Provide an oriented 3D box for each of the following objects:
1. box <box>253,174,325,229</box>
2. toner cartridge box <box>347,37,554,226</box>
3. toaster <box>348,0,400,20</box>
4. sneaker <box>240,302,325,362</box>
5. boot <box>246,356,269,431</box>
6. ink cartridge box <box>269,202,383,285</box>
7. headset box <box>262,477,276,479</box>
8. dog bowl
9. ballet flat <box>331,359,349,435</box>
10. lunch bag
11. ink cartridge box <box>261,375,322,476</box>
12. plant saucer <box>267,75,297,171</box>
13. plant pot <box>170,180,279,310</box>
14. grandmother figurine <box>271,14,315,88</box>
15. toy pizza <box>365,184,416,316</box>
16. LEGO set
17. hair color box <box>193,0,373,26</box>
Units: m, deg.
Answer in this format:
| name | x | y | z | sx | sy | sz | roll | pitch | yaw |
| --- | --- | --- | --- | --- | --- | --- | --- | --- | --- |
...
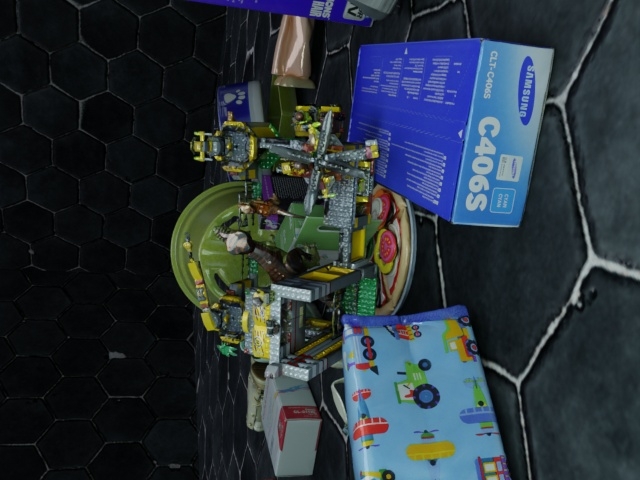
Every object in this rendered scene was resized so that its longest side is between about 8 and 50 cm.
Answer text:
| name | x | y | z | sx | sy | sz | roll | pitch | yaw |
| --- | --- | --- | --- | --- | --- | --- | --- | --- | --- |
| box | -0.024 | -0.060 | 1.075 | 0.116 | 0.162 | 0.029 | -104 | 20 | -49 |
| toner cartridge box | 0.118 | -0.134 | 0.746 | 0.348 | 0.075 | 0.165 | -133 | 47 | -69 |
| toaster | 0.047 | -0.389 | 0.852 | 0.146 | 0.227 | 0.129 | -54 | 33 | 32 |
| sneaker | -0.078 | 0.165 | 1.238 | 0.256 | 0.151 | 0.094 | -170 | 82 | -75 |
| boot | -0.129 | 0.355 | 1.516 | 0.213 | 0.077 | 0.165 | -164 | 78 | -79 |
| ink cartridge box | 0.000 | 0.000 | 0.950 | 0.209 | 0.109 | 0.062 | 119 | 150 | -55 |
| headset box | -0.114 | 0.579 | 1.494 | 0.083 | 0.032 | 0.062 | -114 | 31 | -56 |
| dog bowl | -0.180 | -0.254 | 1.641 | 0.265 | 0.104 | 0.265 | 173 | 90 | -89 |
| ballet flat | 0.045 | 0.191 | 0.955 | 0.070 | 0.070 | 0.188 | 112 | 156 | -49 |
| lunch bag | 0.091 | 0.239 | 0.727 | 0.293 | 0.138 | 0.221 | 94 | 171 | -56 |
| ink cartridge box | -0.059 | 0.340 | 1.274 | 0.175 | 0.072 | 0.127 | -121 | 37 | -64 |
| plant saucer | -0.086 | -0.287 | 1.537 | 0.188 | 0.045 | 0.188 | 105 | 161 | -52 |
| plant pot | -0.129 | 0.023 | 1.195 | 0.254 | 0.276 | 0.276 | -177 | 90 | -78 |
| grandmother figurine | -0.040 | -0.485 | 1.350 | 0.208 | 0.104 | 0.342 | -149 | 61 | -63 |
| toy pizza | 0.080 | 0.011 | 0.927 | 0.201 | 0.032 | 0.201 | -177 | 90 | -74 |
| LEGO set | -0.062 | 0.006 | 0.754 | 0.192 | 0.255 | 0.331 | -16 | -61 | -60 |
| hair color box | -0.080 | -0.443 | 1.029 | 0.110 | 0.338 | 0.185 | 108 | 158 | -47 |
